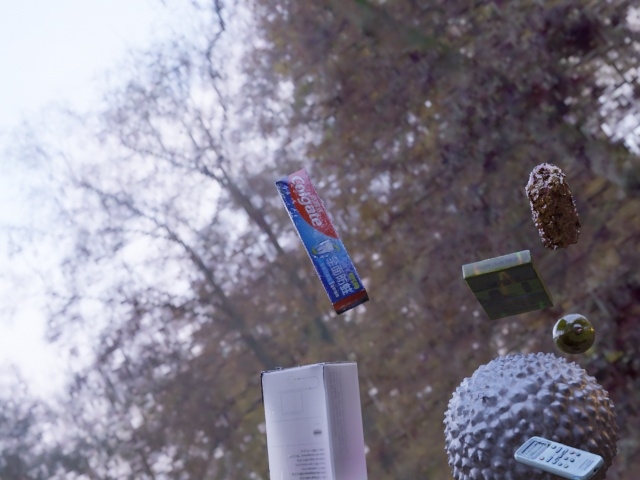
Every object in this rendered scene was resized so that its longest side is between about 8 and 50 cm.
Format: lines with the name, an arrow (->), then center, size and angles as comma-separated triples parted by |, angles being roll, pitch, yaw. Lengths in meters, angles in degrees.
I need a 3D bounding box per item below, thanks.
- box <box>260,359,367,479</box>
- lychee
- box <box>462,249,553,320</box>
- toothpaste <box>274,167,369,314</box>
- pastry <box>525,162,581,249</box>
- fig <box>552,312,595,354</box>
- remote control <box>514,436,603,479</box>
box -> -0.015, 0.379, 2.497 | 0.106, 0.252, 0.203 | 4, -14, -42
lychee -> 0.335, 0.315, 1.994 | 0.300, 0.300, 0.300 | -26, -24, -12
box -> 0.335, 0.081, 2.168 | 0.121, 0.030, 0.193 | -15, -30, 16
toothpaste -> 0.001, 0.000, 2.529 | 0.076, 0.320, 0.066 | -26, -28, -1
pastry -> 0.392, -0.048, 2.023 | 0.087, 0.063, 0.169 | -40, -55, -16
fig -> 0.454, 0.172, 2.204 | 0.074, 0.074, 0.088 | -25, -15, -15
remote control -> 0.326, 0.300, 1.678 | 0.053, 0.124, 0.018 | -35, -62, -31
